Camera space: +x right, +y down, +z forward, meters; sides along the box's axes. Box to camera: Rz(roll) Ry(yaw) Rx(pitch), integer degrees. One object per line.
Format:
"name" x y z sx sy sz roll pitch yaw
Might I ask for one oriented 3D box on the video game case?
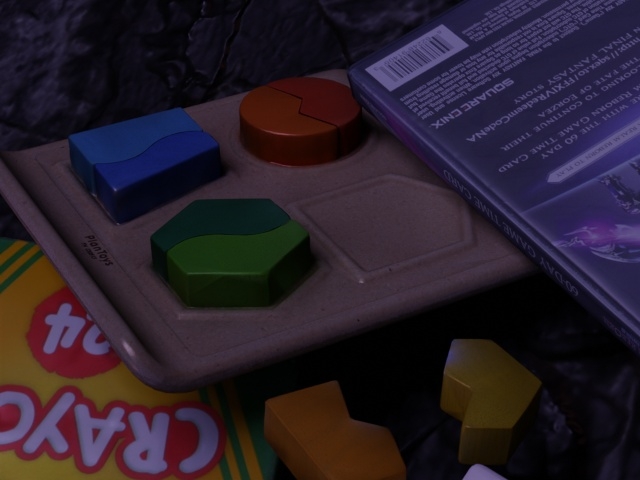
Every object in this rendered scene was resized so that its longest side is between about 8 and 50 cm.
"video game case" 0.163 -0.053 0.705 0.196 0.026 0.274 -31 47 -13

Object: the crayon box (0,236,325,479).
"crayon box" -0.125 0.153 0.677 0.202 0.081 0.318 8 57 7

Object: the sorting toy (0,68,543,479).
"sorting toy" 0.000 0.000 0.707 0.229 0.041 0.307 -13 34 -26

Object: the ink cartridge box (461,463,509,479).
"ink cartridge box" 0.100 0.209 0.519 0.237 0.100 0.172 27 73 43
